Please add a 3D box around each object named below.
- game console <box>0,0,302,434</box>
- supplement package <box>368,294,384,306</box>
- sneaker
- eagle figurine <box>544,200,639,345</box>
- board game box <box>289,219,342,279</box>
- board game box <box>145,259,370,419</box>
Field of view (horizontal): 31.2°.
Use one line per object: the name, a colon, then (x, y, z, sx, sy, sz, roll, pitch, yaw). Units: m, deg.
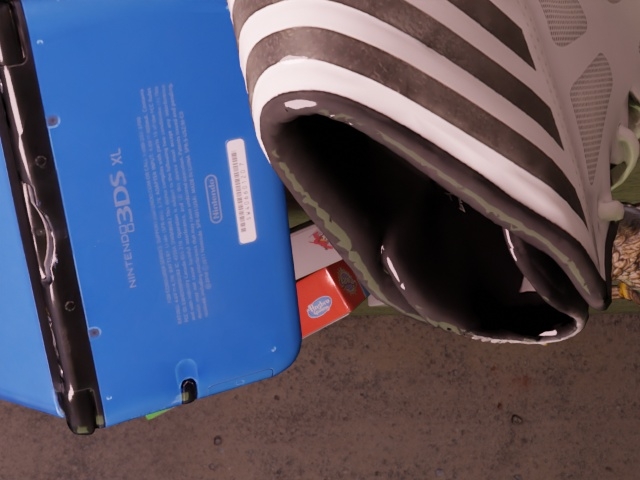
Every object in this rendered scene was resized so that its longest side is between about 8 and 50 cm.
game console: (-0.169, -0.036, 0.799, 0.250, 0.293, 0.173, -15, -157, -20)
supplement package: (0.205, 0.029, 1.694, 0.244, 0.134, 0.139, 3, 171, -28)
sneaker: (0.114, -0.074, 0.581, 0.169, 0.258, 0.447, -10, 168, 44)
eagle figurine: (0.261, 0.000, 1.214, 0.298, 0.225, 0.226, 32, 141, -21)
board game box: (0.000, 0.000, 1.378, 0.305, 0.053, 0.193, -23, -177, -29)
board game box: (-0.073, 0.109, 1.517, 0.316, 0.064, 0.242, -30, -179, 19)
